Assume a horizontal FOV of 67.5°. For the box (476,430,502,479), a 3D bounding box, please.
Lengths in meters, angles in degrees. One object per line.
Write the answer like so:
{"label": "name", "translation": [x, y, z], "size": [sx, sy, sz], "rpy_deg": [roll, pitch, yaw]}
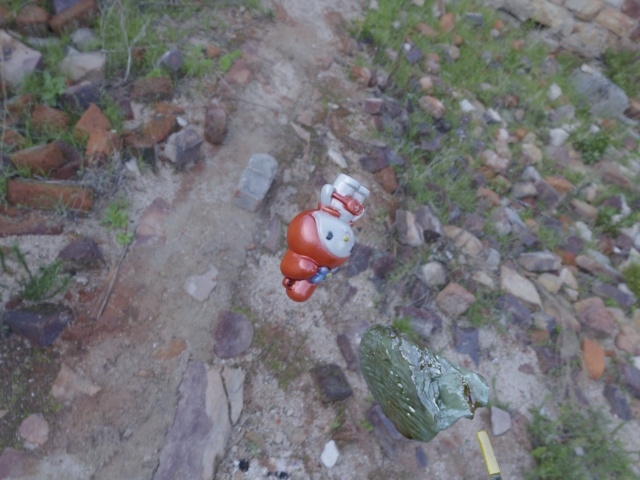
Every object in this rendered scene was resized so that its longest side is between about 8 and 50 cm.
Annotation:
{"label": "box", "translation": [0.327, 0.440, 0.900], "size": [0.023, 0.155, 0.086], "rpy_deg": [-19, 30, 8]}

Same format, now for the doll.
{"label": "doll", "translation": [0.000, 0.000, 1.027], "size": [0.130, 0.290, 0.161], "rpy_deg": [32, 2, 42]}

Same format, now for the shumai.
{"label": "shumai", "translation": [0.222, 0.287, 1.060], "size": [0.204, 0.222, 0.271], "rpy_deg": [-22, 81, -29]}
